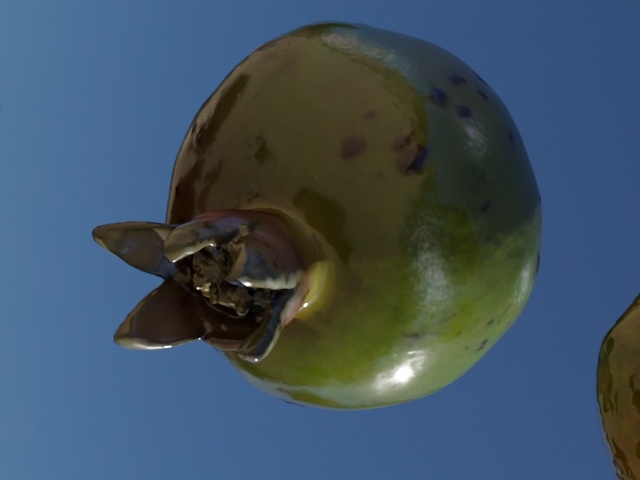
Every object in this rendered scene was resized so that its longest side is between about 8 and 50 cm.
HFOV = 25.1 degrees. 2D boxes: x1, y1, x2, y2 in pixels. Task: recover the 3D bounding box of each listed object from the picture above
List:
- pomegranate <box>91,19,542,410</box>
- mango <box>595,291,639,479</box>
[{"bbox_3d":[-0.001,0.005,0.466,0.159,0.129,0.129,-46,-176,-35],"label":"pomegranate"},{"bbox_3d":[0.141,0.056,0.340,0.089,0.165,0.115,-39,-118,43],"label":"mango"}]
